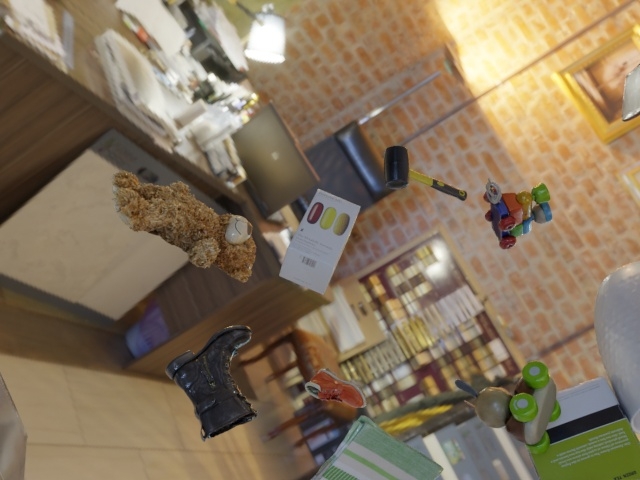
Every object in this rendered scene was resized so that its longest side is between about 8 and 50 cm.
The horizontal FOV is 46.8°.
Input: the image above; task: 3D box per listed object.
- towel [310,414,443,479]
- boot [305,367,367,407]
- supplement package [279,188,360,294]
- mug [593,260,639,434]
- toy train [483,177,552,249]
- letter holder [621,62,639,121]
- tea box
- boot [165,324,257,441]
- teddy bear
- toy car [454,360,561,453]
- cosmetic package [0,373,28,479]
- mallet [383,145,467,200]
[{"bbox_3d":[0.079,0.562,1.620,0.248,0.325,0.038,36,7,-20],"label":"towel"},{"bbox_3d":[0.037,0.377,1.816,0.158,0.059,0.084,23,31,33],"label":"boot"},{"bbox_3d":[0.000,0.000,2.044,0.139,0.134,0.244,23,49,2],"label":"supplement package"},{"bbox_3d":[0.776,0.190,1.585,0.276,0.374,0.328,18,43,-29],"label":"mug"},{"bbox_3d":[0.452,-0.091,1.669,0.248,0.143,0.105,66,4,-57],"label":"toy train"},{"bbox_3d":[0.793,-0.302,1.650,0.302,0.152,0.214,46,53,-83],"label":"letter holder"},{"bbox_3d":[0.601,0.536,1.597,0.323,0.220,0.329,-101,164,-47],"label":"tea box"},{"bbox_3d":[-0.227,0.348,1.804,0.229,0.263,0.091,46,-30,26],"label":"boot"},{"bbox_3d":[-0.263,-0.041,1.467,0.338,0.113,0.245,31,9,-13],"label":"teddy bear"},{"bbox_3d":[0.373,0.327,1.509,0.149,0.188,0.155,-58,137,-31],"label":"toy car"},{"bbox_3d":[-0.427,0.272,0.898,0.238,0.107,0.127,-127,-156,-63],"label":"cosmetic package"},{"bbox_3d":[0.168,-0.103,1.163,0.189,0.039,0.062,7,73,-43],"label":"mallet"}]
